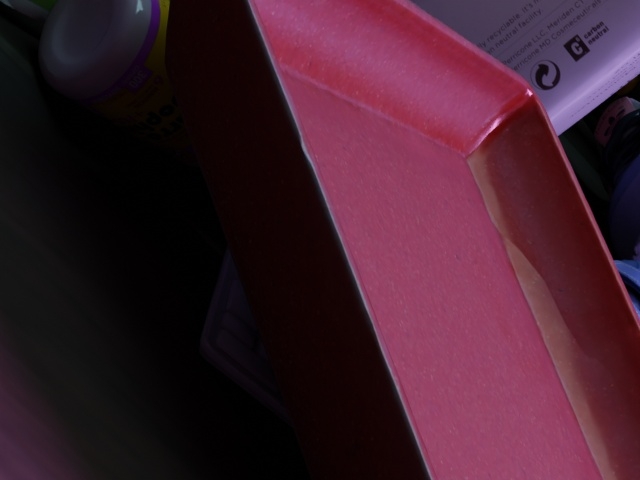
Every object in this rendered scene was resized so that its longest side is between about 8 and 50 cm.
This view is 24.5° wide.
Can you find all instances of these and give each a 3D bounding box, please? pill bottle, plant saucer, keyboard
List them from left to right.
[{"bbox_3d":[-0.047,-0.050,0.472,0.083,0.043,0.043,29,27,-46],"label":"pill bottle"},{"bbox_3d":[0.000,0.000,0.532,0.072,0.014,0.256,45,19,-15],"label":"keyboard"},{"bbox_3d":[0.053,0.040,0.465,0.259,0.047,0.258,17,48,-61],"label":"plant saucer"}]

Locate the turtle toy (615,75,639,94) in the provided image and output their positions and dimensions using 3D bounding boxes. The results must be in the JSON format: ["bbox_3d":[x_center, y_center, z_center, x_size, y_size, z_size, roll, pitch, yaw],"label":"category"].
[{"bbox_3d":[0.214,-0.150,1.237,0.095,0.066,0.130,56,19,17],"label":"turtle toy"}]

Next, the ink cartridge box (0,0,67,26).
[{"bbox_3d":[-0.033,-0.187,0.505,0.189,0.255,0.097,26,6,-45],"label":"ink cartridge box"}]

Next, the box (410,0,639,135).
[{"bbox_3d":[0.115,-0.161,0.845,0.182,0.181,0.119,53,19,6],"label":"box"}]

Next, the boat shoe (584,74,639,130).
[{"bbox_3d":[0.309,-0.095,1.314,0.104,0.110,0.307,34,34,-49],"label":"boat shoe"}]

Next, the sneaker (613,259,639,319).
[{"bbox_3d":[0.144,0.036,0.727,0.053,0.059,0.144,55,20,8],"label":"sneaker"}]

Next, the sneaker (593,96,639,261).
[{"bbox_3d":[0.231,-0.046,1.030,0.131,0.112,0.319,50,11,16],"label":"sneaker"}]
